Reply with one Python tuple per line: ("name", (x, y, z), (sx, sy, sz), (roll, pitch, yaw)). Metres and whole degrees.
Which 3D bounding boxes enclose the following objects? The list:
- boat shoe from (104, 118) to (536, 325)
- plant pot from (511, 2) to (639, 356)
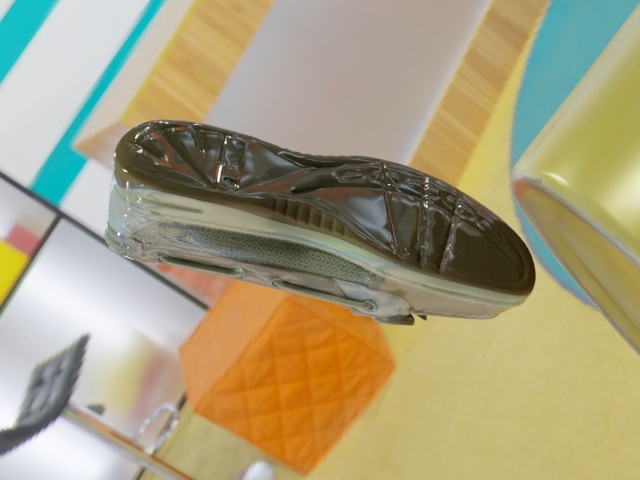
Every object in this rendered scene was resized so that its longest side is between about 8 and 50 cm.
("boat shoe", (-0.001, 0.001, 0.405), (0.056, 0.153, 0.048), (-83, 8, -50))
("plant pot", (0.205, -0.040, 0.369), (0.239, 0.254, 0.254), (-42, 21, 1))
